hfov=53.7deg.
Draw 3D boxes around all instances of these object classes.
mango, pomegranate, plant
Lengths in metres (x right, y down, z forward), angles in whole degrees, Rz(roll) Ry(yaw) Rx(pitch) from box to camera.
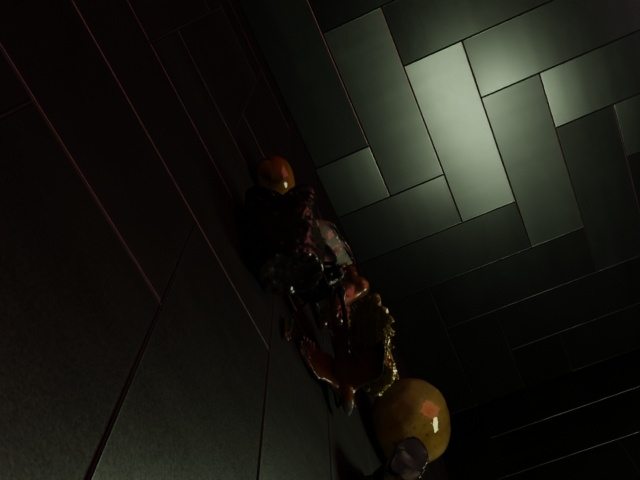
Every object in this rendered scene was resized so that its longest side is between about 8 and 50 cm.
[{"bbox_3d":[-0.136,-0.181,1.985,0.219,0.113,0.144,78,-6,-66],"label":"mango"},{"bbox_3d":[0.301,0.614,2.133,0.307,0.308,0.307,-22,90,-82],"label":"pomegranate"},{"bbox_3d":[-0.087,-0.011,1.576,0.188,0.199,0.276,67,9,-50],"label":"plant"}]

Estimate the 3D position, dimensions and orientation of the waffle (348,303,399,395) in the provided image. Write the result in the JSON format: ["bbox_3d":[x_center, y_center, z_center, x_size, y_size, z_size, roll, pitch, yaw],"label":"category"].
[{"bbox_3d":[0.180,0.407,2.312,0.261,0.151,0.324,59,13,-29],"label":"waffle"}]

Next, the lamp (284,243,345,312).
[{"bbox_3d":[-0.015,0.099,1.788,0.227,0.172,0.147,-92,160,-72],"label":"lamp"}]

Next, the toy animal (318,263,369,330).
[{"bbox_3d":[0.075,0.180,2.054,0.158,0.312,0.097,39,-40,16],"label":"toy animal"}]

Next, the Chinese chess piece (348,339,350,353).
[{"bbox_3d":[0.128,0.390,2.086,0.144,0.058,0.144,20,48,-24],"label":"Chinese chess piece"}]

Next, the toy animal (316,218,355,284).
[{"bbox_3d":[0.003,0.005,2.209,0.325,0.154,0.208,60,4,-16],"label":"toy animal"}]

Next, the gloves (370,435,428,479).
[{"bbox_3d":[0.196,0.657,1.659,0.210,0.135,0.312,-76,174,-66],"label":"gloves"}]

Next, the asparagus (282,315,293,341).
[{"bbox_3d":[-0.080,0.215,1.552,0.108,0.025,0.021,-90,166,-69],"label":"asparagus"}]

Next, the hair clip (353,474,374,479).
[{"bbox_3d":[0.149,0.718,1.471,0.101,0.085,0.330,98,-27,-69],"label":"hair clip"}]

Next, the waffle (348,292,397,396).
[{"bbox_3d":[0.147,0.292,1.761,0.291,0.051,0.290,10,-79,64],"label":"waffle"}]

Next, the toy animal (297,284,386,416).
[{"bbox_3d":[0.050,0.326,1.773,0.284,0.225,0.301,-98,-175,-65],"label":"toy animal"}]
